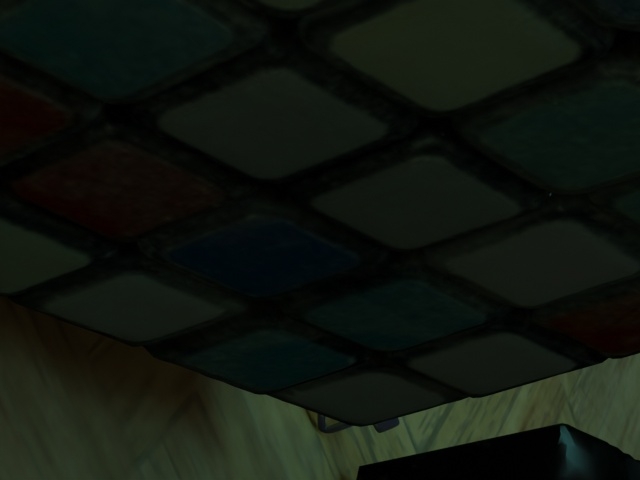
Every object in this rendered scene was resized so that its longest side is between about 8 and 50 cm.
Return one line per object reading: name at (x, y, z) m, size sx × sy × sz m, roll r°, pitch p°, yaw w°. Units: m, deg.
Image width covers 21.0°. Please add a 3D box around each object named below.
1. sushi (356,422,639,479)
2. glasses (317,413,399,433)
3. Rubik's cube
sushi at (0.141, 0.220, 0.699) m, size 0.215 × 0.212 × 0.227 m, roll 45°, pitch 40°, yaw -46°
glasses at (0.000, 0.000, 0.731) m, size 0.104 × 0.062 × 0.140 m, roll -101°, pitch 165°, yaw -62°
Rubik's cube at (0.026, -0.136, 0.503) m, size 0.292 × 0.287 × 0.293 m, roll 24°, pitch 56°, yaw -44°
